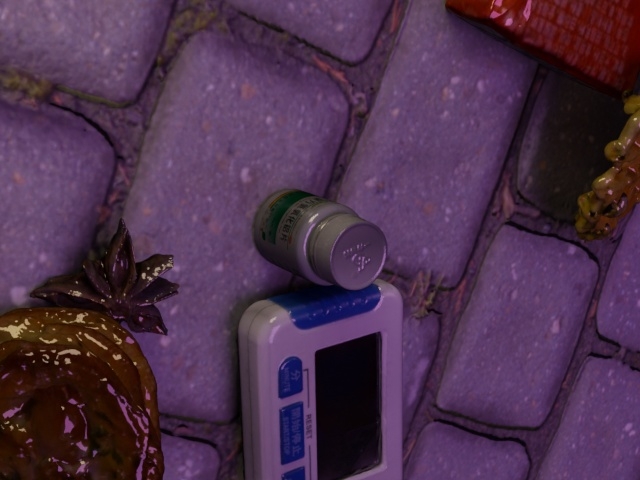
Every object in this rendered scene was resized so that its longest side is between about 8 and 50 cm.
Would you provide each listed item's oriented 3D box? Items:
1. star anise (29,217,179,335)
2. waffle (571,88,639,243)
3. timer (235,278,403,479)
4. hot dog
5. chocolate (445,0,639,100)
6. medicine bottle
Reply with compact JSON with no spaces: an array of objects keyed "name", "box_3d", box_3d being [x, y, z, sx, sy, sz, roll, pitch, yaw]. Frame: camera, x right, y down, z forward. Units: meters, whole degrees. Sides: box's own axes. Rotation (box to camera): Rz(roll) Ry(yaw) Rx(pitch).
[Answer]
[{"name":"star anise","box_3d":[-0.177,0.052,0.976,0.124,0.056,0.129,-38,129,9]},{"name":"waffle","box_3d":[0.366,-0.114,1.223,0.262,0.060,0.280,-54,160,-16]},{"name":"timer","box_3d":[0.000,0.168,1.111,0.178,0.078,0.254,-12,110,-33]},{"name":"hot dog","box_3d":[-0.228,0.199,0.927,0.196,0.122,0.272,5,105,0]},{"name":"chocolate","box_3d":[0.266,-0.298,1.149,0.237,0.108,0.235,18,93,-35]},{"name":"medicine bottle","box_3d":[0.000,0.000,1.032,0.080,0.130,0.080,-9,107,-32]}]
